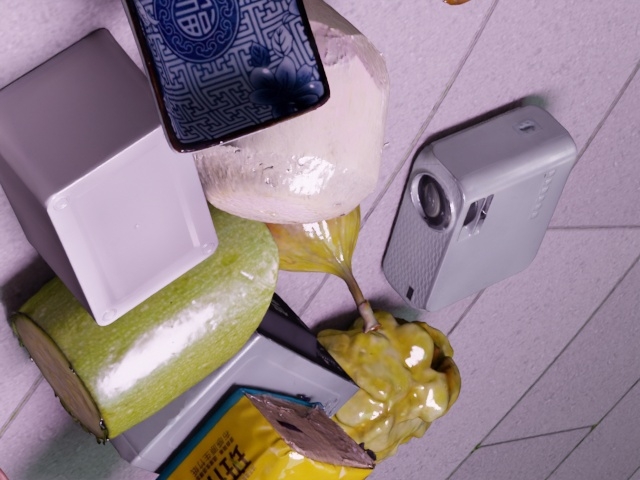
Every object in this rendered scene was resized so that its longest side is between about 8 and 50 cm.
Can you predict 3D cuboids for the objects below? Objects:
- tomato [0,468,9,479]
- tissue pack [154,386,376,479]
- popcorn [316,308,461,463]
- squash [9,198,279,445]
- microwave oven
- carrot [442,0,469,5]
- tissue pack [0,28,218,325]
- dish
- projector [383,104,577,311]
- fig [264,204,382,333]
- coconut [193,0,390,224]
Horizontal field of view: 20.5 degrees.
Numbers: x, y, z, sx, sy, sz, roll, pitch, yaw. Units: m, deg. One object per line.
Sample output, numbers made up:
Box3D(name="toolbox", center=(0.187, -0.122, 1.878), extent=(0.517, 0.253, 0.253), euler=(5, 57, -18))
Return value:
Box3D(name="tomato", center=(-0.411, 0.297, 1.718), extent=(0.256, 0.224, 0.256), euler=(-44, 151, -31))
Box3D(name="tissue pack", center=(-0.092, 0.304, 1.992), extent=(0.271, 0.134, 0.192), euler=(-50, 150, 14))
Box3D(name="popcorn", center=(0.063, 0.203, 2.383), extent=(0.255, 0.195, 0.256), euler=(-33, 151, 4))
Box3D(name="squash", center=(-0.179, 0.074, 1.897), extent=(0.260, 0.189, 0.189), euler=(-38, 152, -19))
Box3D(name="microwave oven", center=(-0.129, 0.155, 2.072), extent=(0.237, 0.181, 0.295), euler=(-46, 151, 5))
Box3D(name="carrot", center=(0.224, -0.326, 1.986), extent=(0.210, 0.061, 0.061), euler=(-36, 151, -2))
Box3D(name="tissue pack", center=(-0.213, -0.055, 1.725), extent=(0.159, 0.136, 0.246), euler=(-34, 151, -14))
Box3D(name="dish", center=(-0.111, -0.210, 1.606), extent=(0.182, 0.243, 0.080), euler=(-22, -171, -32))
Box3D(name="projector", center=(0.200, -0.041, 2.293), extent=(0.198, 0.108, 0.250), euler=(-24, 148, -30))
Box3D(name="fig", center=(-0.010, -0.004, 1.989), extent=(0.160, 0.230, 0.143), euler=(-35, -166, -24))
Box3D(name="coconut", center=(-0.032, -0.138, 1.764), extent=(0.224, 0.224, 0.234), euler=(36, 65, -61))
